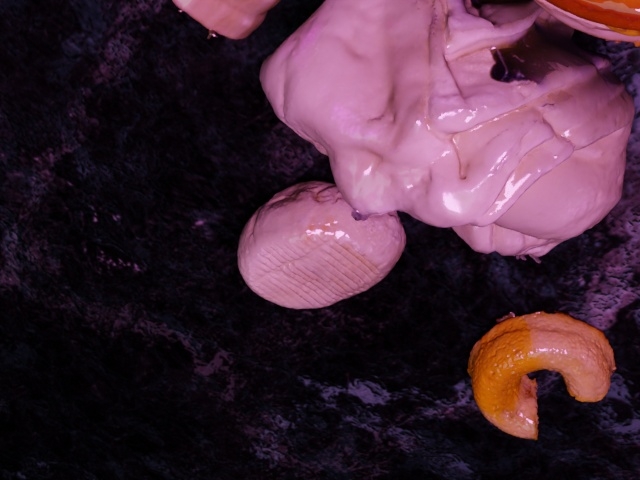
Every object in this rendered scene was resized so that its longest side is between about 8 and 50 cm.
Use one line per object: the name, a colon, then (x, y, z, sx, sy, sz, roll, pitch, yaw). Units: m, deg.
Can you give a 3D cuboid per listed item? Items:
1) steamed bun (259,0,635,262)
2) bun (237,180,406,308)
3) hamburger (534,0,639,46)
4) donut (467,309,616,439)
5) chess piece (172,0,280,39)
steamed bun: (0.130, -0.128, 0.753, 0.320, 0.275, 0.206, 14, 130, -40)
bun: (0.000, 0.000, 1.008, 0.188, 0.111, 0.164, -29, 130, 34)
hamburger: (0.229, -0.262, 0.575, 0.291, 0.225, 0.290, 2, 96, 21)
donut: (0.247, 0.158, 1.057, 0.146, 0.078, 0.181, 38, 130, -15)
chess piece: (-0.012, -0.310, 0.756, 0.301, 0.137, 0.137, -37, 108, 28)
